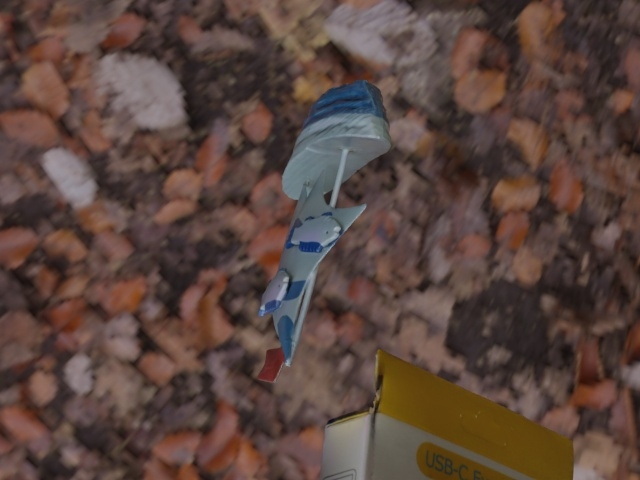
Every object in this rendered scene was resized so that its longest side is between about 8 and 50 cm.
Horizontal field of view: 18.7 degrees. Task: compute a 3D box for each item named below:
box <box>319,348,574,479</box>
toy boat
[{"bbox_3d":[0.047,0.179,0.779,0.129,0.247,0.033,27,147,-34],"label":"box"},{"bbox_3d":[-0.002,-0.006,0.937,0.034,0.105,0.149,16,94,-17],"label":"toy boat"}]
